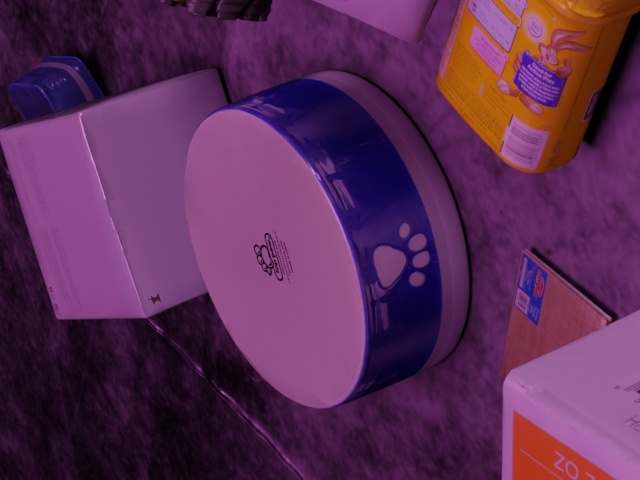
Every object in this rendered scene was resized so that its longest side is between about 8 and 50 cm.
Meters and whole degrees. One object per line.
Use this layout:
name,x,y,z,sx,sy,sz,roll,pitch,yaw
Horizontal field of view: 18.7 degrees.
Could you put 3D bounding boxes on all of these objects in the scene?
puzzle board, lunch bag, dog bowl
puzzle board,0.176,0.080,1.449,0.096,0.011,0.128,44,142,39
lunch bag,-0.265,-0.148,1.972,0.098,0.065,0.067,10,133,55
dog bowl,0.000,0.000,1.591,0.265,0.104,0.265,37,137,43

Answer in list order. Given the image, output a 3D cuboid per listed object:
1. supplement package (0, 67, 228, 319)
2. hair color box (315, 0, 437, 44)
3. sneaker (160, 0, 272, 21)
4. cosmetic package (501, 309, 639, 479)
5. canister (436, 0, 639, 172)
supplement package,-0.173,-0.040,1.801,0.203,0.149,0.194,-4,105,59
hair color box,0.042,-0.315,1.215,0.185,0.114,0.374,23,138,1
sneaker,-0.125,-0.305,1.606,0.343,0.134,0.146,39,118,44
cosmetic package,0.250,0.296,1.318,0.230,0.161,0.453,33,136,46
canister,0.144,-0.142,1.294,0.126,0.073,0.170,51,148,27
